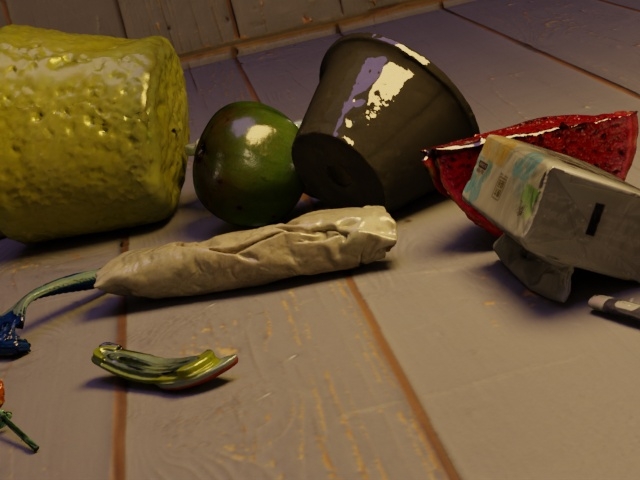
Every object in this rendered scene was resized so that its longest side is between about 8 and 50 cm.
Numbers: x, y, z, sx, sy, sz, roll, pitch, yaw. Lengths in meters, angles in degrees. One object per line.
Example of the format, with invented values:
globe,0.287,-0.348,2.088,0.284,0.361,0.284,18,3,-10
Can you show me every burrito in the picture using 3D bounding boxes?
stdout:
burrito,-0.091,0.016,1.860,0.392,0.076,0.117,-10,14,11

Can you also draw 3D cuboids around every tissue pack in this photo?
tissue pack,0.261,-0.016,1.627,0.159,0.145,0.229,18,10,-15

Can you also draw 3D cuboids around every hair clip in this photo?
hair clip,-0.174,0.136,1.583,0.188,0.033,0.060,3,24,37

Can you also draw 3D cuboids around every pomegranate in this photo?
pomegranate,-0.073,-0.104,2.139,0.225,0.187,0.187,7,7,-24

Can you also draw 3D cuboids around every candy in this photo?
candy,-0.331,0.185,1.540,0.055,0.049,0.185,-50,35,-12

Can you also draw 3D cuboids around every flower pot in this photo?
flower pot,0.067,-0.136,2.031,0.269,0.269,0.166,5,42,49

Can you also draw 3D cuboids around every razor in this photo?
razor,-0.319,0.066,1.915,0.093,0.056,0.324,-4,17,36

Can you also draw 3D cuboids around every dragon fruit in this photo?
dragon fruit,0.257,-0.080,1.812,0.262,0.189,0.163,-7,-23,3

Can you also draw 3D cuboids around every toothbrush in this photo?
toothbrush,0.339,0.080,1.381,0.024,0.026,0.288,-21,17,-21

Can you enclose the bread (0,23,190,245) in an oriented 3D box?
bread,-0.364,-0.175,2.294,0.308,0.348,0.348,-6,16,7

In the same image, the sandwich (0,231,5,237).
sandwich,-0.585,-0.047,2.458,0.258,0.094,0.096,-7,15,17

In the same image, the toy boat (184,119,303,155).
toy boat,-0.064,-0.141,2.317,0.290,0.100,0.199,-10,5,-29
